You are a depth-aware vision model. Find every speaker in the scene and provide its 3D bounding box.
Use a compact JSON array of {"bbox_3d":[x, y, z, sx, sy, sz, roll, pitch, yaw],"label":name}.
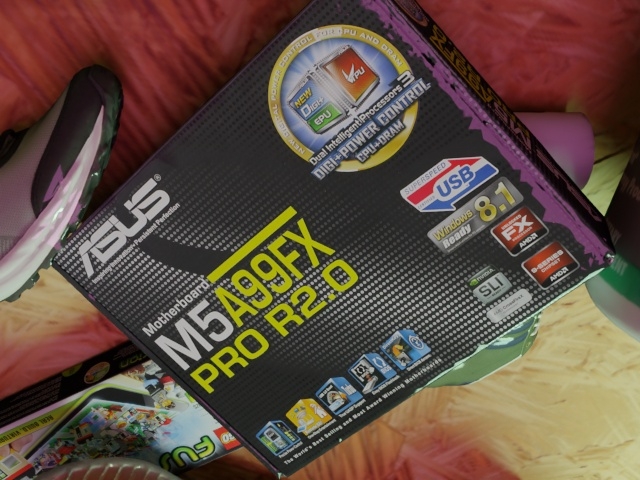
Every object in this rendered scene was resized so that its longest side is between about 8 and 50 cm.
[{"bbox_3d":[0.105,-0.057,0.569,0.136,0.055,0.055,-1,122,-8],"label":"speaker"}]

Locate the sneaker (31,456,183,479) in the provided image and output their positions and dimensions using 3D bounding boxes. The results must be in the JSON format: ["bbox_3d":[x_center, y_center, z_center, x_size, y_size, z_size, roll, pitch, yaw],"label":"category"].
[{"bbox_3d":[-0.119,0.247,0.664,0.121,0.108,0.302,-37,139,25],"label":"sneaker"}]

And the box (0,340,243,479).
[{"bbox_3d":[-0.159,0.144,0.665,0.207,0.036,0.114,-25,122,7],"label":"box"}]

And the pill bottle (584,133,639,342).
[{"bbox_3d":[0.305,-0.096,0.475,0.204,0.204,0.361,13,110,-16],"label":"pill bottle"}]

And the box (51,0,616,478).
[{"bbox_3d":[0.000,0.000,0.531,0.270,0.060,0.216,-38,104,24],"label":"box"}]

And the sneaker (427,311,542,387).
[{"bbox_3d":[0.127,0.044,0.625,0.086,0.064,0.192,15,132,-30],"label":"sneaker"}]

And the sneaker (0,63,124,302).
[{"bbox_3d":[-0.221,-0.009,0.527,0.271,0.100,0.108,-41,113,17],"label":"sneaker"}]
